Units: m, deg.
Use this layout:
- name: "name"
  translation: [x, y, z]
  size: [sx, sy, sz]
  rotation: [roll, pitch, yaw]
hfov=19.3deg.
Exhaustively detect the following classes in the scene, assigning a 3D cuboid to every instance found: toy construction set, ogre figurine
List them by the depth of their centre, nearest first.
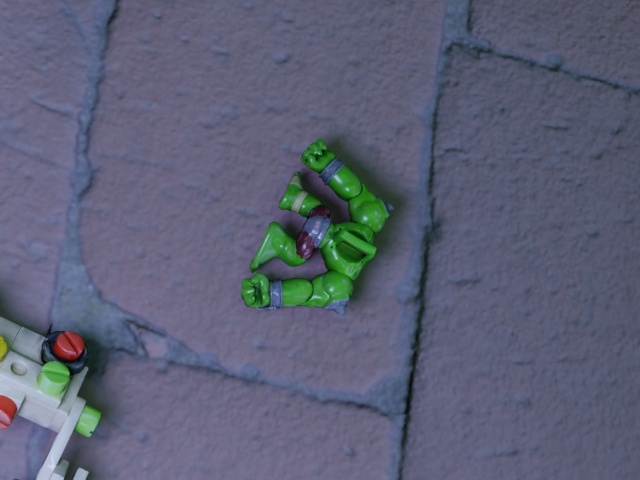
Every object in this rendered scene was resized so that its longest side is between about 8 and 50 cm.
- name: "toy construction set"
  translation: [-0.341, 0.163, 1.830]
  size: [0.328, 0.151, 0.215]
  rotation: [38, 39, -16]
- name: "ogre figurine"
  translation: [0.000, 0.000, 2.056]
  size: [0.118, 0.097, 0.197]
  rotation: [26, 54, -1]
